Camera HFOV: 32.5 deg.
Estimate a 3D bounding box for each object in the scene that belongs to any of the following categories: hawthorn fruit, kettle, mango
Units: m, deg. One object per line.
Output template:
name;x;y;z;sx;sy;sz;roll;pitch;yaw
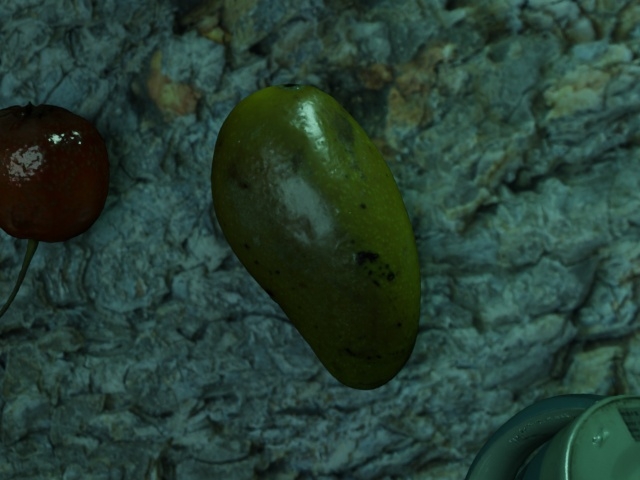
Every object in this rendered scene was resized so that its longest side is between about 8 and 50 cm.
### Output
hawthorn fruit;-0.338;-0.019;1.292;0.165;0.165;0.285;16;103;21
kettle;0.228;0.301;1.006;0.342;0.247;0.319;122;149;-44
mango;0.002;-0.004;1.143;0.329;0.176;0.176;63;155;9
